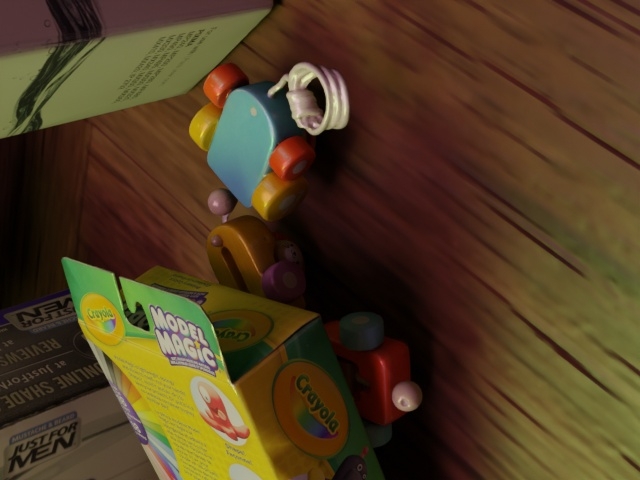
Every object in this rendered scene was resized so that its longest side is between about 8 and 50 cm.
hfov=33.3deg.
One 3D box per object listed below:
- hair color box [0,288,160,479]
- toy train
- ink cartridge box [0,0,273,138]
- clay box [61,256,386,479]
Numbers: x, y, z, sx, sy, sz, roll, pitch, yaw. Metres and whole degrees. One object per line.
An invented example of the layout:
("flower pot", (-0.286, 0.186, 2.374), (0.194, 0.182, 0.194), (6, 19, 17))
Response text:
("hair color box", (-0.198, 0.214, 0.659), (0.110, 0.185, 0.339), (33, 126, 36))
("toy train", (0.000, 0.000, 0.468), (0.125, 0.046, 0.166), (10, 115, 45))
("ink cartridge box", (-0.164, -0.133, 0.450), (0.100, 0.237, 0.172), (-34, 79, 52))
("clay box", (-0.028, 0.099, 0.478), (0.127, 0.053, 0.222), (13, 130, 50))
